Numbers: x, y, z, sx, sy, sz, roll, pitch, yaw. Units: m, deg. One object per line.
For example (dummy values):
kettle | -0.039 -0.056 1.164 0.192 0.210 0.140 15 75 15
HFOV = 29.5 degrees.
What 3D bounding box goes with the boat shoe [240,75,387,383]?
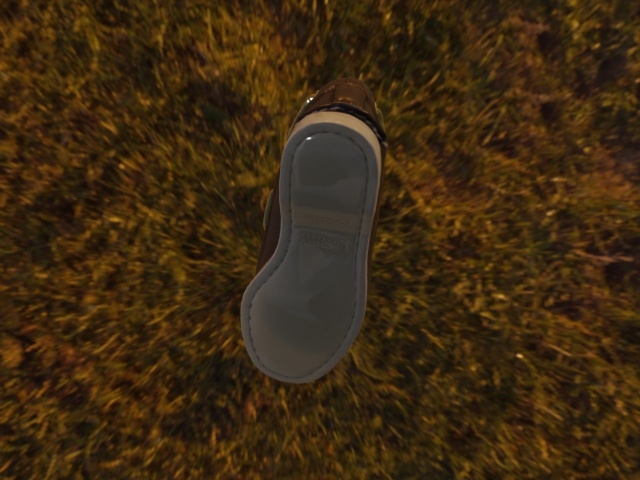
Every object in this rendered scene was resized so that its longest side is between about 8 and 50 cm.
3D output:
boat shoe | 0.000 0.000 0.802 0.081 0.068 0.227 15 130 0
